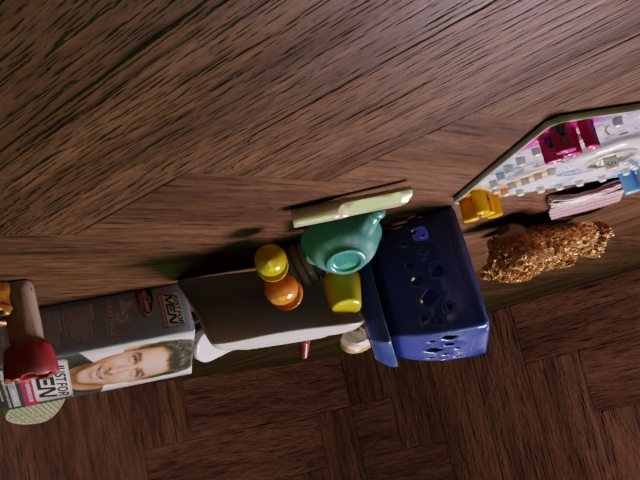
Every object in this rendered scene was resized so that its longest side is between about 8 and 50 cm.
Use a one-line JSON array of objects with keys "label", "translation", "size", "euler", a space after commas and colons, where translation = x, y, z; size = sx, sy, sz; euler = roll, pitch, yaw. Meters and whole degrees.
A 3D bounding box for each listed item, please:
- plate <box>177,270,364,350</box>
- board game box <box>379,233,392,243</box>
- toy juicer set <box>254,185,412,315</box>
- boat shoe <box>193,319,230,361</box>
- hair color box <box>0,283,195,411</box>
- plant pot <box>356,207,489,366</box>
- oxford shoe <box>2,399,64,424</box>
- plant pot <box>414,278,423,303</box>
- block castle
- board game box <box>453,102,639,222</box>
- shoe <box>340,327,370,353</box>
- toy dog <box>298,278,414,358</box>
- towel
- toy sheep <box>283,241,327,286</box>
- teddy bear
[{"label": "plate", "translation": [-0.096, 0.125, 1.673], "size": [0.278, 0.045, 0.277], "euler": [-7, -159, -20]}, {"label": "board game box", "translation": [0.039, 0.024, 1.772], "size": [0.186, 0.026, 0.126], "euler": [-7, 167, -29]}, {"label": "toy juicer set", "translation": [0.000, 0.000, 1.492], "size": [0.209, 0.089, 0.329], "euler": [2, 141, -15]}, {"label": "boat shoe", "translation": [-0.222, 0.215, 2.253], "size": [0.102, 0.108, 0.301], "euler": [19, -155, 38]}, {"label": "hair color box", "translation": [-0.436, 0.204, 1.769], "size": [0.374, 0.113, 0.185], "euler": [-10, 149, -16]}, {"label": "plant pot", "translation": [0.175, 0.102, 1.704], "size": [0.212, 0.236, 0.236], "euler": [-14, 159, 3]}, {"label": "oxford shoe", "translation": [-0.567, 0.253, 1.996], "size": [0.169, 0.130, 0.449], "euler": [16, 138, -34]}, {"label": "plant pot", "translation": [0.248, 0.103, 2.268], "size": [0.083, 0.081, 0.081], "euler": [-29, 163, 22]}, {"label": "block castle", "translation": [-0.665, 0.218, 1.457], "size": [0.453, 0.213, 0.303], "euler": [-20, 167, 32]}, {"label": "board game box", "translation": [0.452, -0.126, 1.441], "size": [0.390, 0.050, 0.390], "euler": [-10, 168, -14]}, {"label": "shoe", "translation": [0.114, 0.171, 2.059], "size": [0.076, 0.058, 0.219], "euler": [21, -138, 29]}, {"label": "toy dog", "translation": [0.047, 0.148, 1.978], "size": [0.333, 0.161, 0.220], "euler": [-12, -166, 13]}, {"label": "towel", "translation": [0.515, -0.079, 1.807], "size": [0.144, 0.029, 0.197], "euler": [-15, 171, 13]}, {"label": "toy sheep", "translation": [-0.030, 0.043, 1.641], "size": [0.132, 0.091, 0.091], "euler": [-27, 168, 2]}, {"label": "teddy bear", "translation": [0.472, 0.001, 1.961], "size": [0.338, 0.113, 0.245], "euler": [-10, -170, -25]}]
